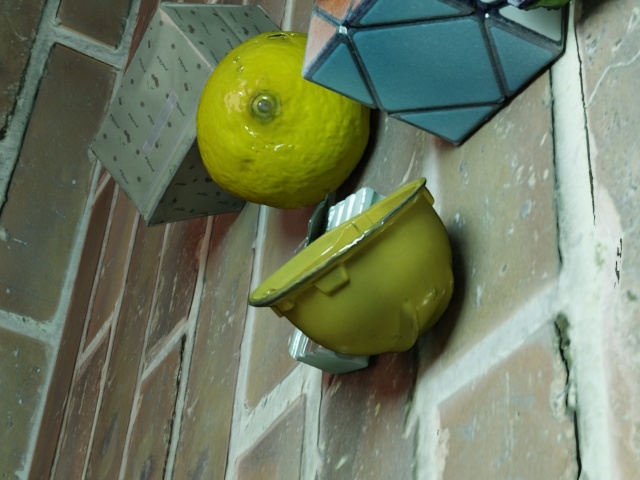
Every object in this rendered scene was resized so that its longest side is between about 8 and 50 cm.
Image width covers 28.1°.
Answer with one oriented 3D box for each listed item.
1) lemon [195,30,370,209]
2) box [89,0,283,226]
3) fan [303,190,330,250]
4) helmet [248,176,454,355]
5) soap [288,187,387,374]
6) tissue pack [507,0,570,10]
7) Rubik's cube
[{"bbox_3d":[-0.053,-0.154,1.677,0.253,0.228,0.228,-29,43,63],"label":"lemon"},{"bbox_3d":[-0.179,-0.200,1.984,0.190,0.225,0.297,51,126,23],"label":"box"},{"bbox_3d":[0.000,0.000,1.571,0.220,0.009,0.132,-50,-26,-73],"label":"fan"},{"bbox_3d":[0.052,0.050,1.305,0.205,0.140,0.257,-39,3,-29],"label":"helmet"},{"bbox_3d":[0.031,0.049,1.470,0.119,0.066,0.198,149,139,-67],"label":"soap"},{"bbox_3d":[0.255,-0.424,1.120,0.394,0.124,0.288,-40,70,55],"label":"tissue pack"},{"bbox_3d":[0.122,-0.260,1.350,0.205,0.205,0.207,-43,33,51],"label":"Rubik's cube"}]
